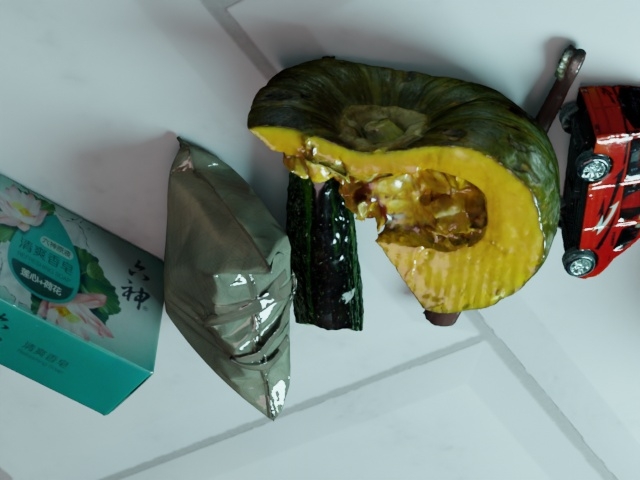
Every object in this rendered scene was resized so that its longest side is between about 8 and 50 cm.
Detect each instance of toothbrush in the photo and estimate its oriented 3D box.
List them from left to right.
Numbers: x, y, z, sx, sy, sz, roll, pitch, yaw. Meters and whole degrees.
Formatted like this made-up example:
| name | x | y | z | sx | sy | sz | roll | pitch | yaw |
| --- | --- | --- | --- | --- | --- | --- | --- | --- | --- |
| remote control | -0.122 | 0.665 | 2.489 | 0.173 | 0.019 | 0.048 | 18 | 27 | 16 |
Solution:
| name | x | y | z | sx | sy | sz | roll | pitch | yaw |
| --- | --- | --- | --- | --- | --- | --- | --- | --- | --- |
| toothbrush | 0.177 | -0.044 | 1.686 | 0.040 | 0.041 | 0.364 | 15 | 133 | -10 |

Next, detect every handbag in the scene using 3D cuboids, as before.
| name | x | y | z | sx | sy | sz | roll | pitch | yaw |
| --- | --- | --- | --- | --- | --- | --- | --- | --- | --- |
| handbag | -0.085 | 0.047 | 1.719 | 0.117 | 0.182 | 0.270 | -22 | 139 | -18 |

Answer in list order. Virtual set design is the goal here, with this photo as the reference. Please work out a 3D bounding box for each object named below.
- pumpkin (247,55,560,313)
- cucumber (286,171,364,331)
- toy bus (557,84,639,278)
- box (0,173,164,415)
| name | x | y | z | sx | sy | sz | roll | pitch | yaw |
| --- | --- | --- | --- | --- | --- | --- | --- | --- | --- |
| pumpkin | 0.078 | -0.047 | 1.595 | 0.280 | 0.139 | 0.190 | 9 | 127 | 9 |
| cucumber | 0.001 | 0.000 | 1.723 | 0.074 | 0.074 | 0.241 | -1 | 132 | 5 |
| toy bus | 0.270 | -0.052 | 1.647 | 0.089 | 0.081 | 0.195 | -4 | 134 | -5 |
| box | -0.278 | 0.047 | 1.731 | 0.245 | 0.153 | 0.092 | 29 | 130 | -24 |
